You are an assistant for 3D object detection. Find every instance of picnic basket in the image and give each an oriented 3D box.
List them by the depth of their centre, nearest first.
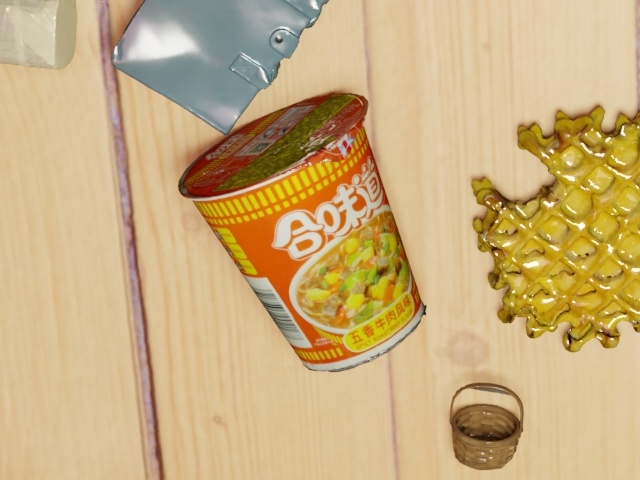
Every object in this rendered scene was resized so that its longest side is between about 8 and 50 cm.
[{"bbox_3d":[0.160,0.171,1.728,0.072,0.072,0.083,6,122,9],"label":"picnic basket"}]

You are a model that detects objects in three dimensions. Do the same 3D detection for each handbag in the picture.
[{"bbox_3d":[-0.078,-0.218,1.657,0.144,0.057,0.221,34,110,-9],"label":"handbag"}]

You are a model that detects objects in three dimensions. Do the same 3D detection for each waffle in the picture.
[{"bbox_3d":[0.256,-0.008,1.663,0.229,0.051,0.231,-8,107,10],"label":"waffle"}]

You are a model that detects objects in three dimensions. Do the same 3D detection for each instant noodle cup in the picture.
[{"bbox_3d":[0.000,0.000,1.655,0.193,0.193,0.212,-20,111,16],"label":"instant noodle cup"}]

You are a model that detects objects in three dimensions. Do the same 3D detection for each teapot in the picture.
[{"bbox_3d":[-0.337,-0.202,1.679,0.200,0.107,0.077,7,112,9],"label":"teapot"}]
